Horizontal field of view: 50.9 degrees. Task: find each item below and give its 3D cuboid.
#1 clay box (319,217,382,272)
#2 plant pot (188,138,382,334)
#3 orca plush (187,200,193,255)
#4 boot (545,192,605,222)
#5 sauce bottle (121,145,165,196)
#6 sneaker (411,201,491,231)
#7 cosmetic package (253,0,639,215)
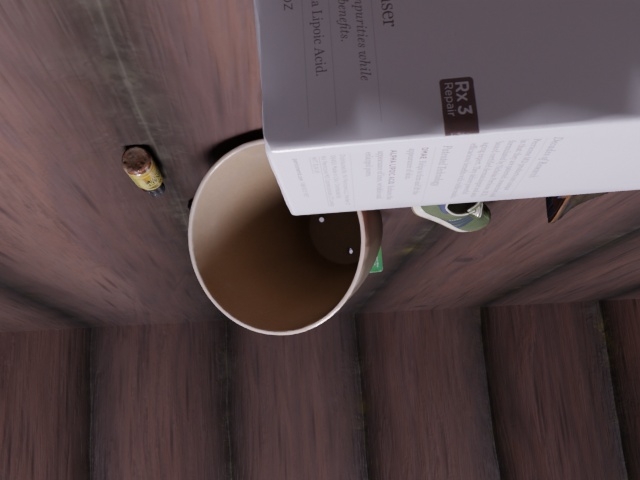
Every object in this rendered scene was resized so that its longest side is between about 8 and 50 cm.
[{"bbox_3d":[0.000,0.000,1.212,0.222,0.127,0.053,-4,165,-2],"label":"clay box"},{"bbox_3d":[-0.013,-0.013,0.995,0.257,0.256,0.274,-10,180,22],"label":"plant pot"},{"bbox_3d":[-0.176,-0.035,1.151,0.151,0.102,0.287,-38,167,-11],"label":"orca plush"},{"bbox_3d":[0.432,-0.080,1.105,0.106,0.082,0.219,-3,164,9],"label":"boot"},{"bbox_3d":[-0.247,-0.094,0.956,0.042,0.042,0.128,-4,168,0],"label":"sauce bottle"},{"bbox_3d":[0.252,-0.057,1.174,0.192,0.064,0.086,11,165,-36],"label":"sneaker"},{"bbox_3d":[0.152,-0.149,0.498,0.385,0.217,0.156,-6,166,4],"label":"cosmetic package"}]
